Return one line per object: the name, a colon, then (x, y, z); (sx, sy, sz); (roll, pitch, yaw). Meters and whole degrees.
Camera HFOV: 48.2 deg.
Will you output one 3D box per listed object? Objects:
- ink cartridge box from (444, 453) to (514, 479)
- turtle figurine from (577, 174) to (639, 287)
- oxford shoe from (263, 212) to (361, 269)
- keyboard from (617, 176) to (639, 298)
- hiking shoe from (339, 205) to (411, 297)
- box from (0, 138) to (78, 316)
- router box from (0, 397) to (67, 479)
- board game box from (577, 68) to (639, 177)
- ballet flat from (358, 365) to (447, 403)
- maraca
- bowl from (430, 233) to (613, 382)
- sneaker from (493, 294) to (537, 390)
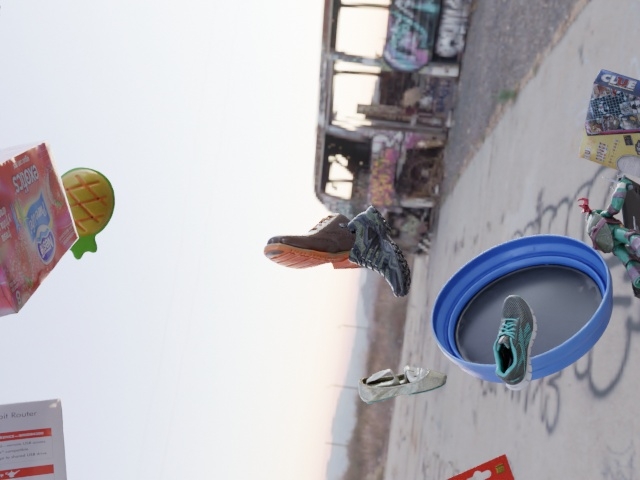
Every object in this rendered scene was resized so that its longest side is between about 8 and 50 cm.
ink cartridge box: (0.322, 0.499, 1.299); (0.045, 0.145, 0.179); (142, 111, -69)
turtle figurine: (0.593, -0.017, 1.416); (0.234, 0.118, 0.175); (-102, -15, -55)
oxford shoe: (0.000, 0.000, 1.806); (0.363, 0.130, 0.133); (5, -105, -45)
keyboard: (0.816, 0.001, 1.825); (0.201, 0.033, 0.317); (15, -112, -40)
hiking shoe: (0.128, 0.040, 1.644); (0.086, 0.114, 0.227); (32, -147, -63)
box: (-0.394, -0.015, 0.807); (0.300, 0.154, 0.142); (-117, 16, -73)
router box: (-0.433, 0.321, 0.739); (0.301, 0.335, 0.082); (-115, 33, -45)
board game box: (0.631, -0.232, 1.474); (0.042, 0.165, 0.243); (-55, -25, -20)
ballet flat: (0.150, 0.262, 1.334); (0.057, 0.168, 0.052); (-78, -29, -73)
maraca: (-0.485, -0.056, 1.441); (0.099, 0.127, 0.186); (-158, 84, -80)
bowl: (0.430, 0.144, 1.536); (0.077, 0.391, 0.391); (57, -153, -28)
sneaker: (0.334, 0.172, 1.244); (0.076, 0.065, 0.167); (26, -119, -48)
